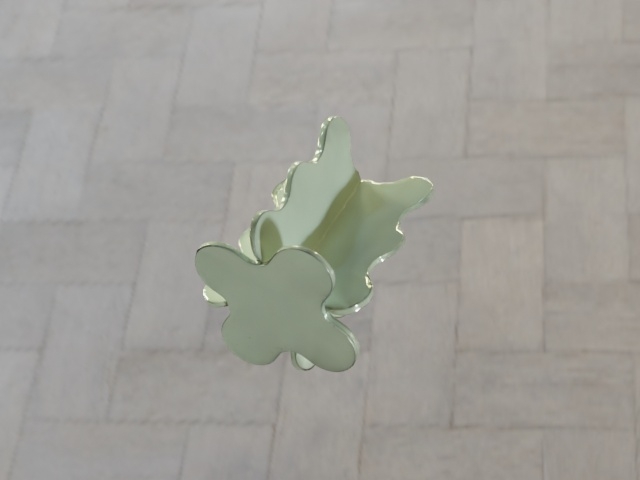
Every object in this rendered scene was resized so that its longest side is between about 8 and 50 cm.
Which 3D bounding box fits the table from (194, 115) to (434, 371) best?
[{"bbox_3d":[0.000,0.000,1.371,0.166,0.166,0.198,14,43,20],"label":"table"}]
